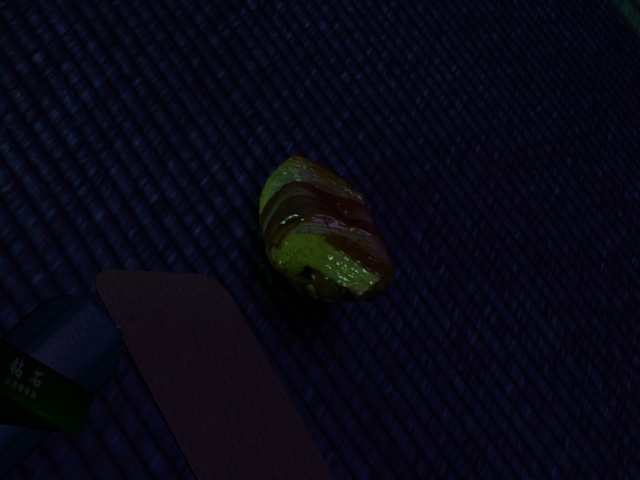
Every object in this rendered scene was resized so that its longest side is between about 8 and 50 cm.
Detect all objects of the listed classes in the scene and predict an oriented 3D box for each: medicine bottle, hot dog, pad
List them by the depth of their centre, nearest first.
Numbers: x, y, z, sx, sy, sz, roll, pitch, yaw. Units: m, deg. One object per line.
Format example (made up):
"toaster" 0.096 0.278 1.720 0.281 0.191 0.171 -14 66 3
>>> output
"medicine bottle" -0.234 0.126 1.370 0.079 0.124 0.258 50 39 -4
"pad" -0.086 0.132 1.662 0.176 0.002 0.266 4 49 -52
"hot dog" 0.000 0.006 1.859 0.123 0.093 0.261 27 17 -16

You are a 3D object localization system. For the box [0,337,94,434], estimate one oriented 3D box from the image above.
"box" -0.274 0.078 1.231 0.132 0.235 0.034 38 62 -48
